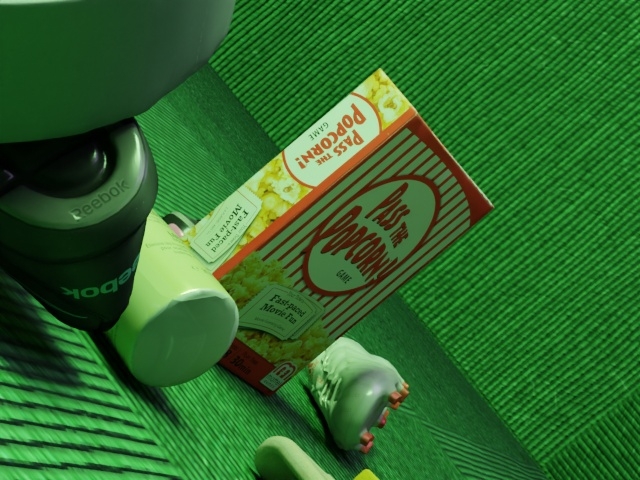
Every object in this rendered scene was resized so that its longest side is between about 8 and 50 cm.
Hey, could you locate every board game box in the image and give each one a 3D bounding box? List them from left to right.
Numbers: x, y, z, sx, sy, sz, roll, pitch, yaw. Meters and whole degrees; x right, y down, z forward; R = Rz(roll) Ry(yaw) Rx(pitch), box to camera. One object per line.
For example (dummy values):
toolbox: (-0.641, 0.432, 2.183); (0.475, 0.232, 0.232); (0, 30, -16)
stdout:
board game box: (0.000, 0.000, 1.060); (0.045, 0.193, 0.147); (52, 6, 32)

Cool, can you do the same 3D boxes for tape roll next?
tape roll: (-0.140, -0.138, 0.711); (0.219, 0.219, 0.072); (52, -34, 32)

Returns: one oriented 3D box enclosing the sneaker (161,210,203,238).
sneaker: (-0.061, 0.004, 1.195); (0.063, 0.075, 0.170); (52, 5, 22)

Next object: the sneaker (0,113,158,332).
sneaker: (-0.166, -0.062, 0.765); (0.267, 0.101, 0.106); (49, -21, 30)

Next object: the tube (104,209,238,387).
tube: (-0.126, -0.021, 0.898); (0.240, 0.062, 0.070); (47, -39, 40)

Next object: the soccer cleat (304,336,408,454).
soccer cleat: (0.019, 0.107, 1.249); (0.076, 0.068, 0.196); (35, 2, 4)

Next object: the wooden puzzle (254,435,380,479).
wooden puzzle: (0.084, 0.199, 0.866); (0.221, 0.044, 0.239); (46, -7, -28)
